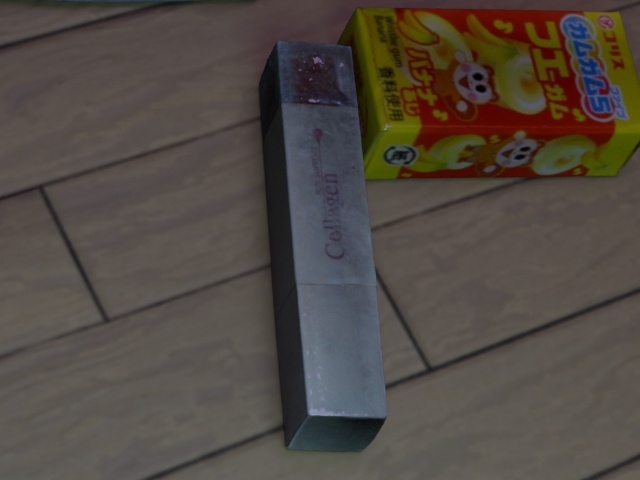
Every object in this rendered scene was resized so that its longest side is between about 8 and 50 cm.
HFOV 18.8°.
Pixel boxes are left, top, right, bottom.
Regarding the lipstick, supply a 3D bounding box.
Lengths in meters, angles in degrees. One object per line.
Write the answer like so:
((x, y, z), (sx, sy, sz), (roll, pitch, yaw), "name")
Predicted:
((0.000, 0.000, 1.692), (0.076, 0.080, 0.371), (4, 60, -16), "lipstick")

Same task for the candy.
((0.161, -0.139, 1.818), (0.276, 0.088, 0.146), (0, 60, -18), "candy")

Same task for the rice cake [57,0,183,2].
((-0.190, -0.262, 1.799), (0.290, 0.051, 0.081), (-3, 72, -21), "rice cake")
